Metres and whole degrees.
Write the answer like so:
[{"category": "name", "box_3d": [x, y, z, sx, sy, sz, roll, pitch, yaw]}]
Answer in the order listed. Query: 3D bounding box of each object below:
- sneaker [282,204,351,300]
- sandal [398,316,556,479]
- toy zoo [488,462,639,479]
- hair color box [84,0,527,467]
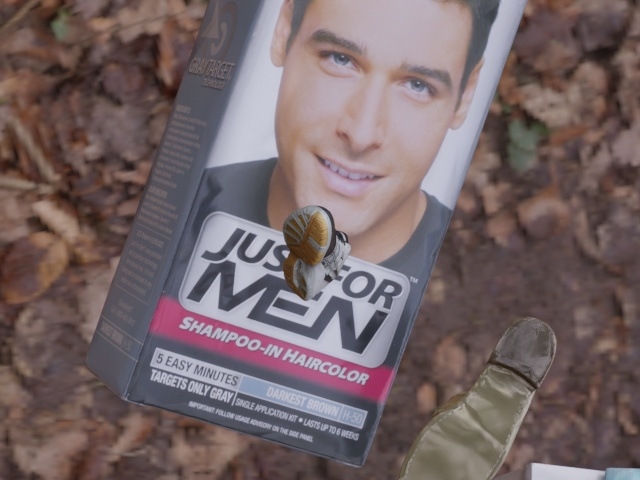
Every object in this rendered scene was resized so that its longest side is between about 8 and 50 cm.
[{"category": "sneaker", "box_3d": [0.000, 0.000, 0.990, 0.037, 0.083, 0.032, -33, 70, -23]}, {"category": "sandal", "box_3d": [0.165, 0.190, 1.807, 0.088, 0.079, 0.240, 35, 75, 7]}, {"category": "toy zoo", "box_3d": [0.225, 0.249, 1.568, 0.192, 0.293, 0.030, 13, 68, -20]}, {"category": "hair color box", "box_3d": [-0.008, -0.052, 1.203, 0.185, 0.113, 0.374, 19, 90, -23]}]
